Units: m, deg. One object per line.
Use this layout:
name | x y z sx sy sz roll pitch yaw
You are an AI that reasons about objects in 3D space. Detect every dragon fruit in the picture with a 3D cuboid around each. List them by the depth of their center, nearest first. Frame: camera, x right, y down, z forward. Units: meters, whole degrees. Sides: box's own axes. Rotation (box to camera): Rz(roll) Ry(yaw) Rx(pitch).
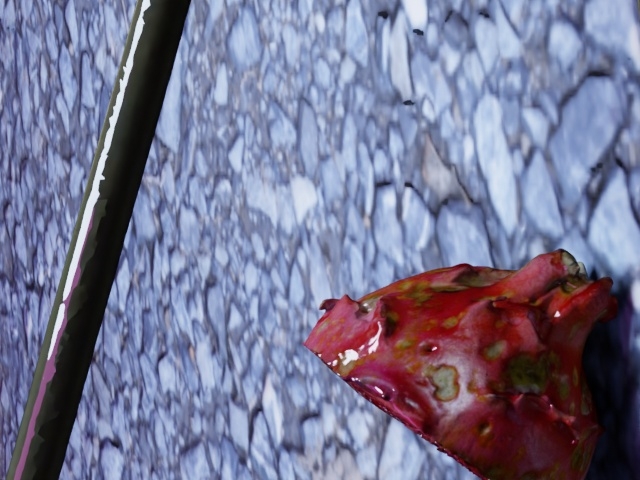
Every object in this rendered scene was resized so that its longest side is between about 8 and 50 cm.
dragon fruit | 0.080 0.050 0.839 0.111 0.153 0.153 -50 30 -3

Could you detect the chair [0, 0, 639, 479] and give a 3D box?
chair | 0.000 0.000 0.606 0.362 0.364 0.410 48 -131 -71
